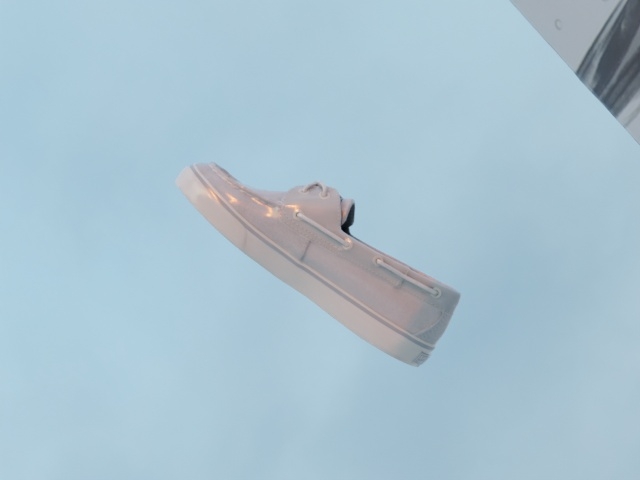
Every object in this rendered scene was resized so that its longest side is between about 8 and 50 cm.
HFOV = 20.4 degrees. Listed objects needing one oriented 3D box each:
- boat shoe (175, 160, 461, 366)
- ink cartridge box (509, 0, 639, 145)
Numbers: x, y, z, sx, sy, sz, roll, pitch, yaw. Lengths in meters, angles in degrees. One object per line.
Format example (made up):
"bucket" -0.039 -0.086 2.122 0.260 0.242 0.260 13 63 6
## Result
"boat shoe" 0.000 0.000 1.056 0.063 0.184 0.066 -55 -13 5
"ink cartridge box" 0.197 -0.186 0.685 0.166 0.395 0.285 -24 -24 -37
